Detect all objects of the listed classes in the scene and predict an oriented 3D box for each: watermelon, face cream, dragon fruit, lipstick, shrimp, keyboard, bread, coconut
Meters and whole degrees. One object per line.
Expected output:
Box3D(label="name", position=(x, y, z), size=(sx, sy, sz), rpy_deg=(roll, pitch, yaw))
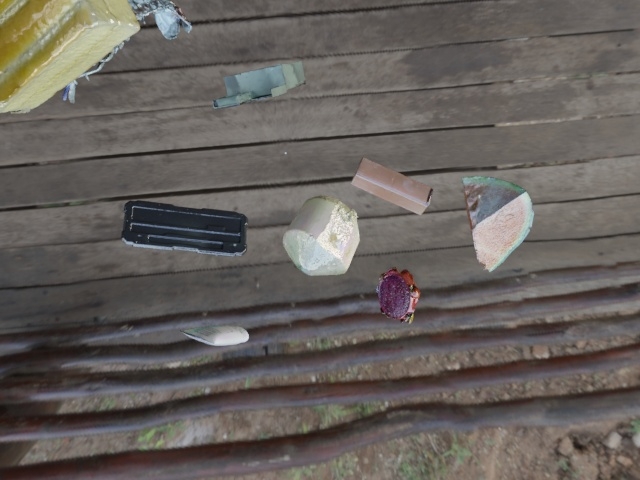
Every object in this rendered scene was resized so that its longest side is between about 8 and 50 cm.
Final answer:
Box3D(label="watermelon", position=(0.417, -0.053, 1.650), size=(0.146, 0.128, 0.231), rpy_deg=(-13, 131, 11))
Box3D(label="face cream", position=(-0.106, 0.098, 0.741), size=(0.038, 0.115, 0.020), rpy_deg=(18, 88, 16))
Box3D(label="dragon fruit", position=(0.183, 0.119, 1.589), size=(0.068, 0.126, 0.112), rpy_deg=(1, 107, -40))
Box3D(label="lipstick", position=(0.132, -0.100, 1.313), size=(0.145, 0.045, 0.045), rpy_deg=(24, 62, -4))
Box3D(label="shrimp", position=(-0.439, -0.411, 1.438), size=(0.410, 0.221, 0.166), rpy_deg=(-49, 126, -36))
Box3D(label="keyboard", position=(-0.283, -0.023, 1.505), size=(0.262, 0.016, 0.106), rpy_deg=(6, 67, -16))
Box3D(label="bread", position=(-0.378, -0.311, 0.895), size=(0.246, 0.111, 0.239), rpy_deg=(-26, 90, 30))
Box3D(label="coconut", position=(0.000, 0.000, 1.144), size=(0.116, 0.116, 0.122), rpy_deg=(29, 64, -6))

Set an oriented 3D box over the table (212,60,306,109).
Box3D(label="table", position=(-0.135, -0.338, 1.544), size=(0.146, 0.175, 0.062), rpy_deg=(-6, 106, 26))
